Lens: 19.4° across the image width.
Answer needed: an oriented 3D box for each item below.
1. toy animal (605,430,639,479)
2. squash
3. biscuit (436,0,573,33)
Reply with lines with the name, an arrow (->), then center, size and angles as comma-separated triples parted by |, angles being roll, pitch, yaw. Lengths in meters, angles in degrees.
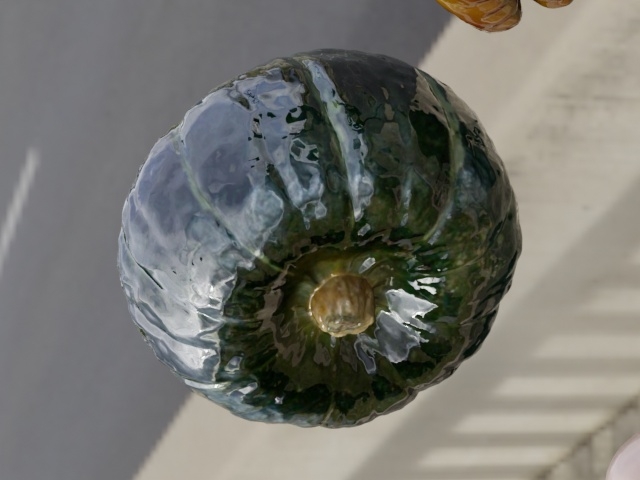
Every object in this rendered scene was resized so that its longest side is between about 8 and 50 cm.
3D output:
toy animal -> 0.317, 0.167, 1.431 | 0.149, 0.165, 0.248 | 34, 83, 35
squash -> 0.000, 0.000, 1.168 | 0.165, 0.252, 0.252 | -121, 35, -43
biscuit -> 0.019, -0.169, 0.715 | 0.066, 0.220, 0.220 | -36, 36, 10
